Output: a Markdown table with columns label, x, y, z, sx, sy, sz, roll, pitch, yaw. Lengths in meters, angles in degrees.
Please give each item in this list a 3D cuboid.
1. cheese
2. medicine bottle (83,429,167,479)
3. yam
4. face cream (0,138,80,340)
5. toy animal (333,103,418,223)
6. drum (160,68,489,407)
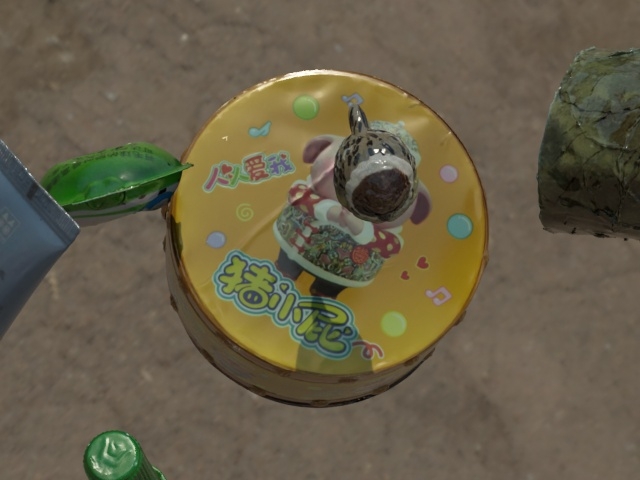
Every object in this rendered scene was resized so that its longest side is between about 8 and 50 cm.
| label | x | y | z | sx | sy | sz | roll | pitch | yaw |
| --- | --- | --- | --- | --- | --- | --- | --- | --- | --- |
| cheese | -0.250 | -0.067 | 1.773 | 0.204 | 0.320 | 0.083 | -15 | 97 | -4 |
| medicine bottle | -0.179 | 0.259 | 1.453 | 0.111 | 0.309 | 0.076 | 31 | 70 | 16 |
| yam | 0.406 | -0.088 | 1.616 | 0.241 | 0.348 | 0.241 | -16 | 111 | -49 |
| face cream | -0.376 | 0.075 | 1.595 | 0.135 | 0.385 | 0.086 | 46 | 33 | 17 |
| toy animal | 0.056 | -0.086 | 1.624 | 0.098 | 0.098 | 0.137 | -16 | 91 | -46 |
| drum | 0.000 | 0.000 | 1.955 | 0.431 | 0.214 | 0.431 | 2 | 75 | -7 |
